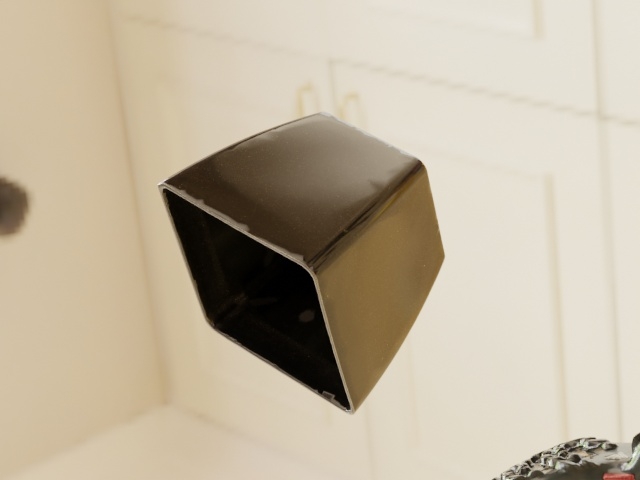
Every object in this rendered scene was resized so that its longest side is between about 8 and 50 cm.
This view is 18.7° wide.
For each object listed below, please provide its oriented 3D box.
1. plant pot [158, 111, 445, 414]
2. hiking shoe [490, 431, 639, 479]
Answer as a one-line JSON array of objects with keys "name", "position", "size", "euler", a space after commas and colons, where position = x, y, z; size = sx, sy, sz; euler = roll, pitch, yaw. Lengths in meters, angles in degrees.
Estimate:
[{"name": "plant pot", "position": [0.000, 0.000, 1.669], "size": [0.187, 0.188, 0.167], "euler": [28, -120, 36]}, {"name": "hiking shoe", "position": [0.197, 0.197, 1.295], "size": [0.304, 0.132, 0.113], "euler": [-25, 177, 41]}]
